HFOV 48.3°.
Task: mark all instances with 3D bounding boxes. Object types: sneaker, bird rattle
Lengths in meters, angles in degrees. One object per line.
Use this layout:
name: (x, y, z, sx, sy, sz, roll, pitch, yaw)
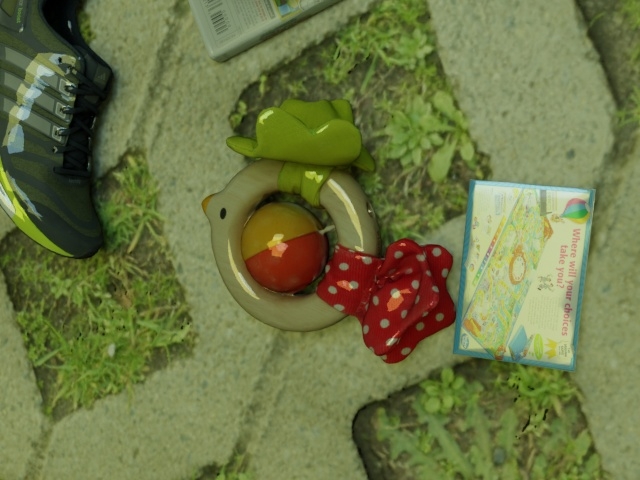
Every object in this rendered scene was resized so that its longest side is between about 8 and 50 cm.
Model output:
sneaker: (-0.265, -0.129, 0.709, 0.121, 0.111, 0.300, -16, 89, 13)
bird rattle: (0.000, 0.000, 0.646, 0.206, 0.143, 0.254, -23, 98, 29)

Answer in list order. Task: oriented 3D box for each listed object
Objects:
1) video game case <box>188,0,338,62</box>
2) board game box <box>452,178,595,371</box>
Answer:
video game case: (-0.053, -0.316, 0.675, 0.206, 0.026, 0.227, -22, 85, 17)
board game box: (0.174, 0.028, 0.616, 0.103, 0.026, 0.154, 7, 94, 17)
